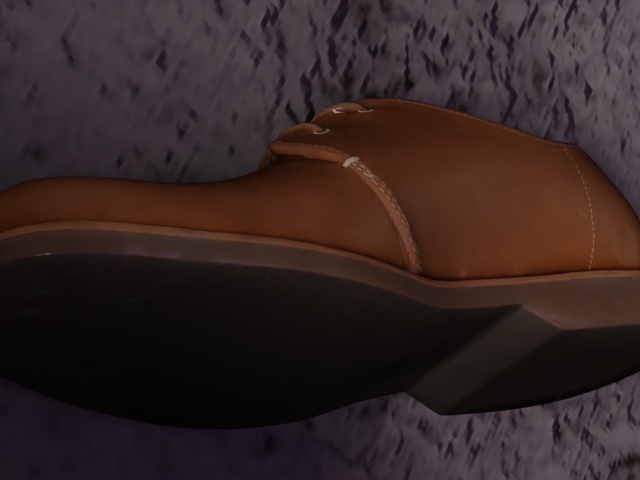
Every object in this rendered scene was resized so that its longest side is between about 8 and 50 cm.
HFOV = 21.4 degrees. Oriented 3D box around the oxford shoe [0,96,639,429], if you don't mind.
[{"bbox_3d":[0.000,0.000,0.409,0.212,0.076,0.076,4,61,-44],"label":"oxford shoe"}]
